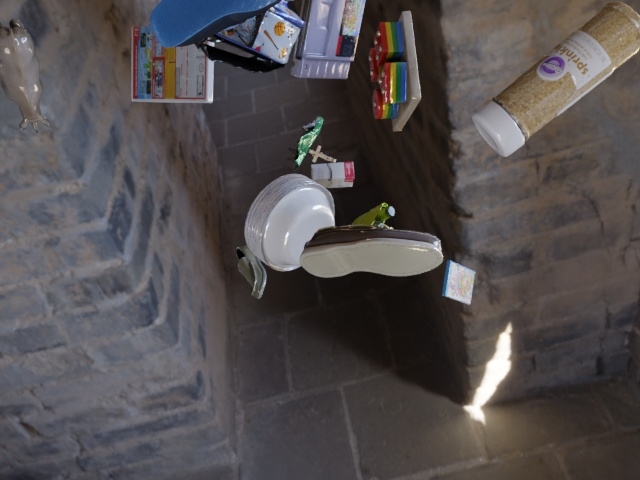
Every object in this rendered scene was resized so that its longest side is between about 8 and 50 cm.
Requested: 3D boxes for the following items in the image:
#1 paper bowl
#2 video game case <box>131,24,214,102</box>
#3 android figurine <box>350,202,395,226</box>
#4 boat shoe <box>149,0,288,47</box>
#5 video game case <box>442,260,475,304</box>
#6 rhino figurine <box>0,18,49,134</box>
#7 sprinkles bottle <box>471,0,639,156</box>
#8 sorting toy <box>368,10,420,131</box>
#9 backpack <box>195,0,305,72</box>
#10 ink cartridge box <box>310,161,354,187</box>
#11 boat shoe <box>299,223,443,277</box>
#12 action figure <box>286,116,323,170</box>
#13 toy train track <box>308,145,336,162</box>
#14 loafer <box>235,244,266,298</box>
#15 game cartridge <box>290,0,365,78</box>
[{"bbox_3d":[-0.071,-0.041,1.646,0.284,0.284,0.148,-35,47,-24],"label":"paper bowl"},{"bbox_3d":[-0.403,-0.476,1.506,0.284,0.204,0.025,9,11,29],"label":"video game case"},{"bbox_3d":[0.169,-0.038,2.107,0.272,0.056,0.248,-31,23,54],"label":"android figurine"},{"bbox_3d":[-0.126,-0.357,0.784,0.258,0.109,0.089,-11,18,22],"label":"boat shoe"},{"bbox_3d":[0.469,0.144,1.892,0.015,0.166,0.119,2,76,45],"label":"video game case"},{"bbox_3d":[-0.563,-0.300,1.050,0.073,0.243,0.106,-21,53,-28],"label":"rhino figurine"},{"bbox_3d":[0.490,-0.330,1.161,0.355,0.121,0.121,-39,39,9],"label":"sprinkles bottle"},{"bbox_3d":[0.203,-0.478,1.620,0.089,0.257,0.256,-4,81,-5],"label":"sorting toy"},{"bbox_3d":[-0.169,-0.494,1.197,0.213,0.263,0.277,-53,46,17],"label":"backpack"},{"bbox_3d":[0.039,-0.229,1.977,0.150,0.109,0.063,-4,79,-3],"label":"ink cartridge box"},{"bbox_3d":[0.108,0.012,1.194,0.324,0.117,0.097,-6,45,32],"label":"boat shoe"},{"bbox_3d":[-0.047,-0.373,2.011,0.063,0.137,0.232,29,54,4],"label":"action figure"},{"bbox_3d":[0.007,-0.235,1.558,0.083,0.048,0.014,18,8,-22],"label":"toy train track"},{"bbox_3d":[-0.254,0.109,1.988,0.087,0.095,0.251,5,36,-23],"label":"loafer"},{"bbox_3d":[0.036,-0.655,1.632,0.230,0.356,0.068,-13,34,-43],"label":"game cartridge"}]
